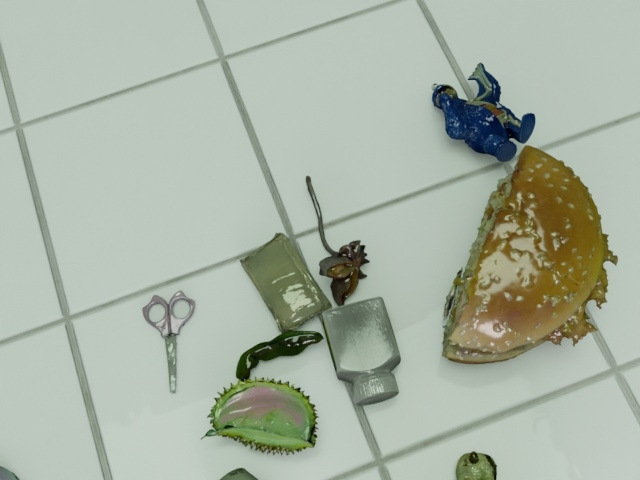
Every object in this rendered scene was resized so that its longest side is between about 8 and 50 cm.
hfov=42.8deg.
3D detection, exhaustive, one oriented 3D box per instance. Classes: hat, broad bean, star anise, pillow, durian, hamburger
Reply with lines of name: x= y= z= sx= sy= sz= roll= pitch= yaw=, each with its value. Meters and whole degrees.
hat: x=0.290 y=0.433 z=1.515 sx=0.076 sy=0.059 sz=0.077 roll=2 pitch=71 yaw=9
broad bean: x=-0.091 y=0.221 z=1.630 sx=0.195 sy=0.046 sz=0.061 roll=-31 pitch=89 yaw=-2
star anise: x=0.000 y=0.000 z=1.700 sx=0.227 sy=0.148 sz=0.219 roll=30 pitch=105 yaw=42
pillow: x=-0.073 y=0.089 z=1.681 sx=0.119 sy=0.053 sz=0.208 roll=-30 pitch=69 yaw=-6
durian: x=-0.106 y=0.338 z=1.556 sx=0.220 sy=0.095 sz=0.137 roll=5 pitch=56 yaw=9
hamburger: x=0.423 y=0.045 z=1.570 sx=0.287 sy=0.268 sz=0.446 roll=20 pitch=68 yaw=7

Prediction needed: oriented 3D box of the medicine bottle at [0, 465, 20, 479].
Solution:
medicine bottle: x=-0.638 y=0.465 z=1.486 sx=0.135 sy=0.168 sz=0.135 roll=-1 pitch=66 yaw=2

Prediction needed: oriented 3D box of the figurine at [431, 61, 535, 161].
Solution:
figurine: x=0.343 y=-0.266 z=1.789 sx=0.164 sy=0.121 sz=0.262 roll=-28 pitch=53 yaw=-8

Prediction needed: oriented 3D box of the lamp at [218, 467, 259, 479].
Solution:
lamp: x=-0.108 y=0.514 z=1.462 sx=0.121 sy=0.121 sz=0.215 roll=-36 pitch=58 yaw=-12

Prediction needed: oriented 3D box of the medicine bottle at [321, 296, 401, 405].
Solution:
medicine bottle: x=0.086 y=0.220 z=1.598 sx=0.132 sy=0.088 sz=0.189 roll=-14 pitch=67 yaw=-3

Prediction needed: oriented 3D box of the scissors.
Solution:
scissors: x=-0.306 y=0.206 z=1.662 sx=0.110 sy=0.021 sz=0.212 roll=-8 pitch=66 yaw=2
